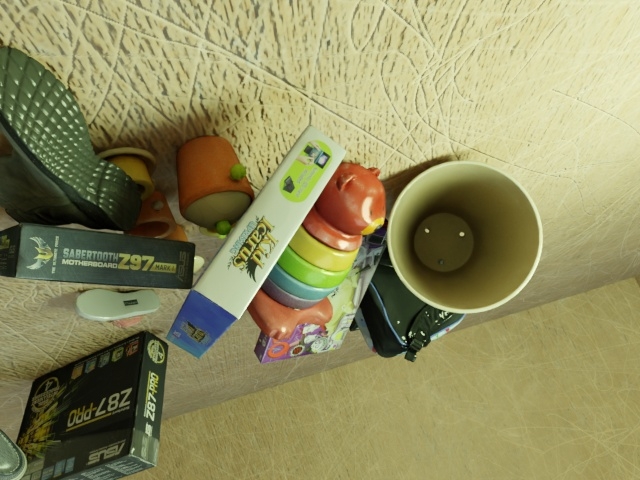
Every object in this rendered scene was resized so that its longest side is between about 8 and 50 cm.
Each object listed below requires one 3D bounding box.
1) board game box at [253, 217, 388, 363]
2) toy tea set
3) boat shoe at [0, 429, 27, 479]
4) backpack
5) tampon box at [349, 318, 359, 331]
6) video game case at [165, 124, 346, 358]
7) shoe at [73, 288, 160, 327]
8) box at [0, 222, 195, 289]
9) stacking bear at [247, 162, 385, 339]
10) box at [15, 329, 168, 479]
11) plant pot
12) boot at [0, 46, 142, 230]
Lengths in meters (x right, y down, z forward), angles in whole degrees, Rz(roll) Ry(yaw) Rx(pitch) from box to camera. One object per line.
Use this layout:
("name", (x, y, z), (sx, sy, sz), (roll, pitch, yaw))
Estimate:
("board game box", (0.002, 0.104, 1.218), (0.208, 0.056, 0.346), (-1, 128, -30))
("toy tea set", (-0.188, -0.016, 0.837), (0.200, 0.124, 0.336), (-15, 160, -7))
("boat shoe", (-0.757, 0.399, 1.256), (0.340, 0.127, 0.158), (40, 125, -20))
("backpack", (0.207, 0.137, 1.404), (0.263, 0.276, 0.213), (-14, 166, -29))
("tampon box", (0.154, 0.178, 1.673), (0.161, 0.101, 0.120), (-11, 159, -16))
("video game case", (-0.090, 0.015, 0.752), (0.244, 0.061, 0.269), (-58, -174, -27))
("shoe", (-0.404, 0.137, 1.152), (0.081, 0.063, 0.178), (-37, 157, 32))
("box", (-0.279, 0.022, 0.708), (0.183, 0.059, 0.233), (7, 174, -34))
("stacking bear", (0.000, 0.000, 0.967), (0.175, 0.164, 0.289), (-11, 145, -51))
("box", (-0.554, 0.427, 1.422), (0.395, 0.318, 0.097), (-23, 137, 18))
("plant pot", (0.251, -0.003, 1.126), (0.257, 0.256, 0.274), (-19, 177, 4))
("boot", (-0.313, -0.081, 0.617), (0.161, 0.083, 0.246), (-1, 146, 15))
